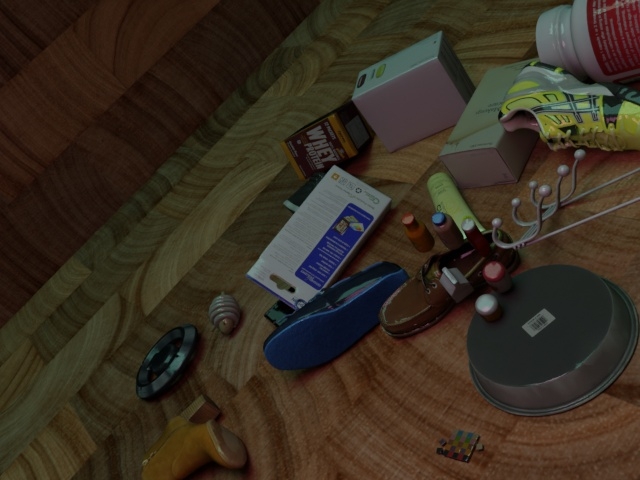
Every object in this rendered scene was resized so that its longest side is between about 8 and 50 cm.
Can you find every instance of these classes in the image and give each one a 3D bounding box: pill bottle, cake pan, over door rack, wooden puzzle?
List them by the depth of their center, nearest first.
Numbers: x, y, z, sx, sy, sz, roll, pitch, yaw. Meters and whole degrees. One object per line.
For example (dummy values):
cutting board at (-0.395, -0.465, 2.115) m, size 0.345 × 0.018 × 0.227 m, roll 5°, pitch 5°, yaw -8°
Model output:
wooden puzzle at (0.227, 0.332, 1.142) m, size 0.083 × 0.006 × 0.049 m, roll -1°, pitch 48°, yaw 49°
cake pan at (0.369, 0.151, 1.174) m, size 0.293 × 0.054 × 0.293 m, roll -29°, pitch 32°, yaw 20°
over door rack at (0.482, -0.093, 1.234) m, size 0.324 × 0.108 × 0.239 m, roll -14°, pitch 14°, yaw 39°
pill bottle at (0.673, -0.453, 1.458) m, size 0.408 × 0.229 × 0.229 m, roll -8°, pitch 43°, yaw 44°

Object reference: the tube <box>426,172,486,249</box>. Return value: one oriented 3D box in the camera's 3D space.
tube at (0.292, -0.065, 1.556) m, size 0.240 × 0.062 × 0.070 m, roll -100°, pitch 23°, yaw -52°

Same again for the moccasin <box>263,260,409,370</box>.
moccasin at (0.035, 0.162, 1.502) m, size 0.342 × 0.138 × 0.117 m, roll -26°, pitch 25°, yaw -3°

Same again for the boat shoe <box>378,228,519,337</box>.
boat shoe at (0.230, 0.072, 1.362) m, size 0.307 × 0.104 × 0.111 m, roll -37°, pitch 54°, yaw 10°

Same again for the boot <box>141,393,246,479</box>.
boot at (-0.273, 0.462, 1.471) m, size 0.211 × 0.104 × 0.295 m, roll -50°, pitch 25°, yaw -5°

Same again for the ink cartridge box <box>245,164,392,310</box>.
ink cartridge box at (0.000, 0.000, 1.701) m, size 0.176 × 0.069 × 0.371 m, roll 32°, pitch 67°, yaw 15°

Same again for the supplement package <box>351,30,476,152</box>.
supplement package at (0.252, -0.394, 1.893) m, size 0.262 × 0.204 × 0.145 m, roll -21°, pitch 35°, yaw 30°

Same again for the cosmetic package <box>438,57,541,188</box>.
cosmetic package at (0.418, -0.272, 1.633) m, size 0.160 × 0.113 × 0.309 m, roll -4°, pitch 45°, yaw 47°

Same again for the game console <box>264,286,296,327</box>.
game console at (-0.073, 0.160, 1.720) m, size 0.107 × 0.071 × 0.122 m, roll 38°, pitch 80°, yaw 30°

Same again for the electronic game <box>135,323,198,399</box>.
electronic game at (-0.404, 0.316, 1.855) m, size 0.229 × 0.048 × 0.229 m, roll -37°, pitch 25°, yaw 21°

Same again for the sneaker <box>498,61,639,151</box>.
sneaker at (0.527, -0.229, 1.399) m, size 0.147 × 0.145 × 0.385 m, roll -53°, pitch 43°, yaw -4°

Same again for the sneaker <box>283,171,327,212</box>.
sneaker at (0.004, -0.106, 1.892) m, size 0.147 × 0.104 × 0.296 m, roll -48°, pitch 25°, yaw -3°

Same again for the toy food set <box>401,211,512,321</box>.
toy food set at (0.245, 0.028, 1.243) m, size 0.111 × 0.104 × 0.232 m, roll -38°, pitch 51°, yaw 5°

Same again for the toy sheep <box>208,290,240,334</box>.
toy sheep at (-0.249, 0.185, 1.817) m, size 0.091 × 0.091 × 0.132 m, roll -31°, pitch 49°, yaw 16°

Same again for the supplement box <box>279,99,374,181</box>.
supplement box at (0.021, -0.290, 2.039) m, size 0.191 × 0.129 × 0.194 m, roll -24°, pitch 13°, yaw 27°
